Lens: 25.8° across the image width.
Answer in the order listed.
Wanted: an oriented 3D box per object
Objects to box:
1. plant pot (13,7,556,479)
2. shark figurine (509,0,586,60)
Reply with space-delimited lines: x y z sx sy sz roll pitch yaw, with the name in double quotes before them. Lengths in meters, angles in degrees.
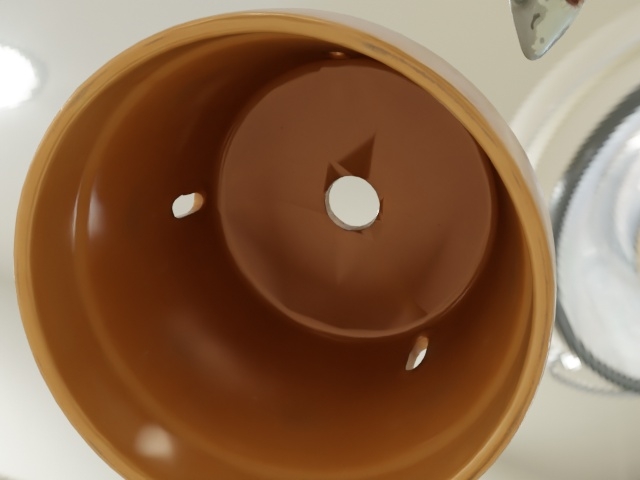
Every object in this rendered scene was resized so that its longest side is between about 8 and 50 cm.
"plant pot" 0.000 0.000 0.813 0.291 0.290 0.203 -28 7 22
"shark figurine" 0.179 -0.219 0.761 0.278 0.166 0.116 -25 27 -32
